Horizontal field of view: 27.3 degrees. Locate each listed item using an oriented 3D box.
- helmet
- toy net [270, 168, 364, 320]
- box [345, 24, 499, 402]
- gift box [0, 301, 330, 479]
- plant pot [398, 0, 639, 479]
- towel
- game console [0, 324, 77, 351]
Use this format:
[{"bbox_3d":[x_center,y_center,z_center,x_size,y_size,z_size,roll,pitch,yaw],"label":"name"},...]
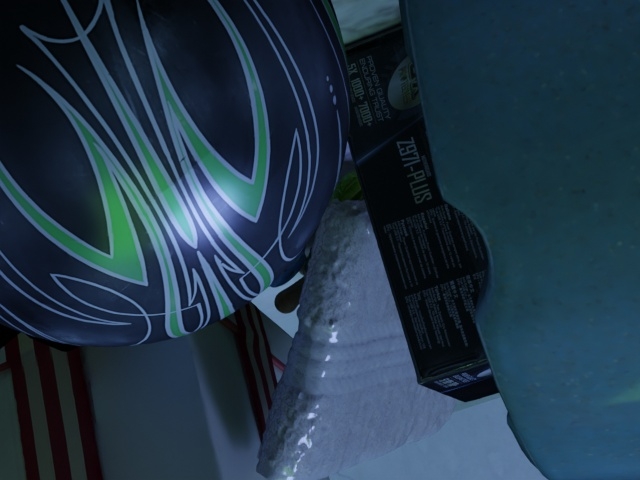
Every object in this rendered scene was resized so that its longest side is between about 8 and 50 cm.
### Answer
[{"bbox_3d":[-0.069,-0.048,0.410,0.169,0.161,0.169,-29,175,-3],"label":"helmet"},{"bbox_3d":[0.000,0.000,0.959,0.122,0.045,0.232,-48,166,1],"label":"toy net"},{"bbox_3d":[0.077,-0.012,0.717,0.078,0.180,0.147,-19,164,12],"label":"box"},{"bbox_3d":[-0.136,0.168,0.967,0.255,0.258,0.276,-22,150,9],"label":"gift box"},{"bbox_3d":[0.219,-0.064,0.470,0.334,0.341,0.341,-12,167,15],"label":"plant pot"},{"bbox_3d":[0.049,0.060,0.933,0.049,0.187,0.282,17,-172,25],"label":"towel"},{"bbox_3d":[-0.111,-0.001,0.693,0.213,0.044,0.361,-40,177,-8],"label":"game console"}]
